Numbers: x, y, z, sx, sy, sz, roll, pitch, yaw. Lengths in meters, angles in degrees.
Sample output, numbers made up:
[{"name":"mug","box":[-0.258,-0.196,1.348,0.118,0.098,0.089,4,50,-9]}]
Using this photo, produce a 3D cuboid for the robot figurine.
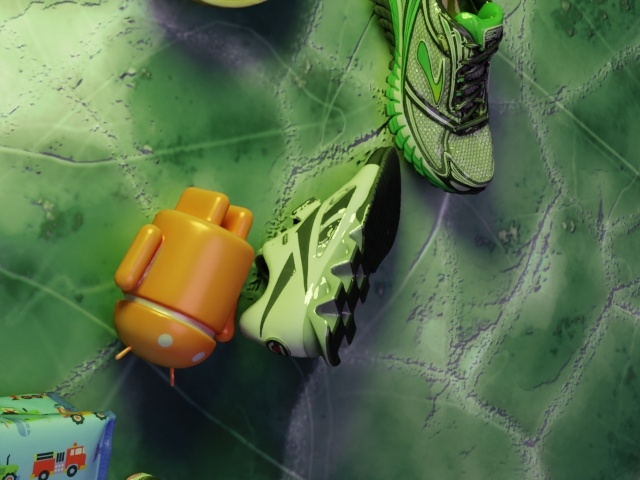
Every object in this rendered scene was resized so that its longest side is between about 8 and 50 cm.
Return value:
[{"name":"robot figurine","box":[-0.154,0.052,1.742,0.128,0.158,0.219,22,80,7]}]

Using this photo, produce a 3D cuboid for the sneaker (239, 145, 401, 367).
[{"name":"sneaker","box":[0.000,0.000,1.847,0.122,0.146,0.330,76,31,-42]}]

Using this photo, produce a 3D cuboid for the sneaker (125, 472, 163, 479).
[{"name":"sneaker","box":[-0.186,0.354,1.754,0.072,0.077,0.178,-17,86,-27]}]

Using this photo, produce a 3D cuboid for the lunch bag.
[{"name":"lunch bag","box":[-0.350,0.324,1.624,0.221,0.138,0.293,-1,97,-42]}]

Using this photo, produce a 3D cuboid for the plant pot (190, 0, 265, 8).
[{"name":"plant pot","box":[-0.127,-0.379,1.731,0.237,0.110,0.237,-3,95,-32]}]

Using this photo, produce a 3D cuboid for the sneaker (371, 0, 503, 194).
[{"name":"sneaker","box":[0.159,-0.219,1.897,0.134,0.146,0.343,-27,110,-41]}]
